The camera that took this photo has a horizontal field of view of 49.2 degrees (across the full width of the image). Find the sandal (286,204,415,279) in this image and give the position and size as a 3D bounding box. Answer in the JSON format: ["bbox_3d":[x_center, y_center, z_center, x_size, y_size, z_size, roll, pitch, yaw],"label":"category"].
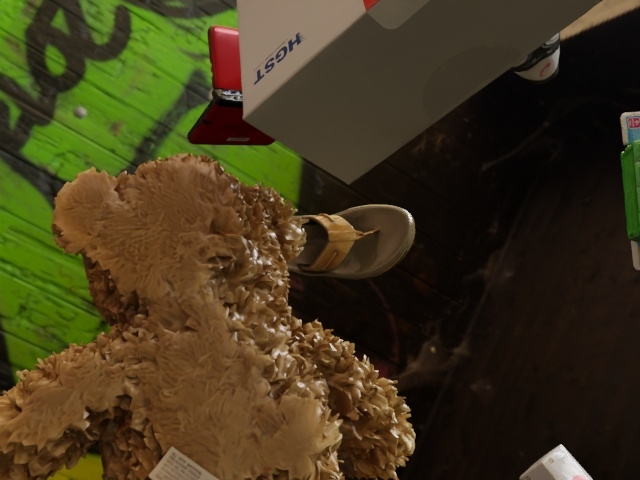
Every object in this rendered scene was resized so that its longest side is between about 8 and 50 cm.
[{"bbox_3d":[0.000,0.000,0.672,0.049,0.180,0.072,23,68,-70],"label":"sandal"}]

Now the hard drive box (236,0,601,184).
[{"bbox_3d":[0.039,-0.181,0.417,0.181,0.089,0.232,-35,-134,30],"label":"hard drive box"}]

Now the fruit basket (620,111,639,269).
[{"bbox_3d":[0.784,-0.110,1.362,0.165,0.353,0.327,21,67,-73],"label":"fruit basket"}]

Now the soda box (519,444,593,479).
[{"bbox_3d":[0.445,0.459,1.179,0.069,0.216,0.074,-23,154,-39],"label":"soda box"}]

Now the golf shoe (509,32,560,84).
[{"bbox_3d":[0.109,-0.175,0.492,0.067,0.086,0.186,-30,-137,16],"label":"golf shoe"}]

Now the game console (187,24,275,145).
[{"bbox_3d":[-0.098,-0.188,0.879,0.124,0.144,0.085,-44,-114,37],"label":"game console"}]

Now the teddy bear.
[{"bbox_3d":[-0.060,0.117,0.395,0.245,0.338,0.113,-28,161,-21],"label":"teddy bear"}]
